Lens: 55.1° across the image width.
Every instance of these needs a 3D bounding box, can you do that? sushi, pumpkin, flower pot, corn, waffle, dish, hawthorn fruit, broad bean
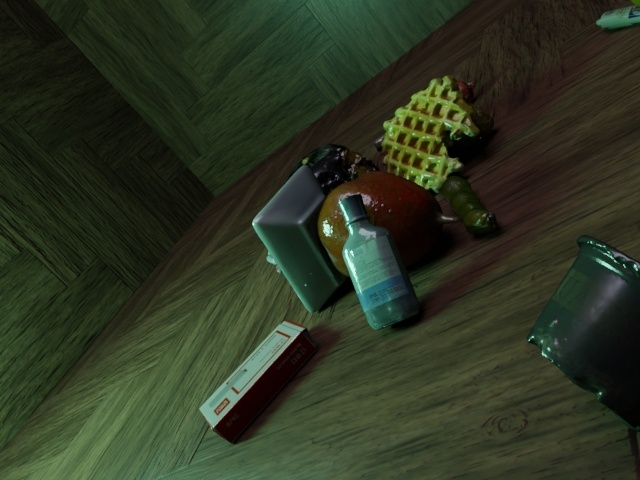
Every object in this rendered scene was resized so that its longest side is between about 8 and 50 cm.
[{"bbox_3d":[0.054,-0.105,1.407,0.200,0.213,0.204,-15,37,10],"label":"sushi"},{"bbox_3d":[0.009,-0.168,1.703,0.220,0.162,0.220,-39,21,18],"label":"pumpkin"},{"bbox_3d":[0.251,0.084,0.511,0.107,0.157,0.157,-53,14,9],"label":"flower pot"},{"bbox_3d":[0.256,-0.244,1.409,0.321,0.119,0.119,-8,36,54],"label":"corn"},{"bbox_3d":[0.219,-0.207,1.299,0.250,0.056,0.261,-36,52,39],"label":"waffle"},{"bbox_3d":[0.000,0.000,1.169,0.080,0.243,0.182,2,43,44],"label":"dish"},{"bbox_3d":[0.122,-0.030,1.055,0.251,0.199,0.199,-5,37,43],"label":"hawthorn fruit"},{"bbox_3d":[0.251,-0.060,1.049,0.052,0.053,0.256,-2,20,-1],"label":"broad bean"}]

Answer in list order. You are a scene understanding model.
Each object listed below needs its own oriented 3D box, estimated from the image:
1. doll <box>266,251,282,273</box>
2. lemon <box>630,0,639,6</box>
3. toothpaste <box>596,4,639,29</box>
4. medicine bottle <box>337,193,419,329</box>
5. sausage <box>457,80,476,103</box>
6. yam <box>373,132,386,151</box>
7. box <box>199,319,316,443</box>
[{"bbox_3d":[-0.090,0.038,1.554,0.094,0.079,0.180,-27,29,-3],"label":"doll"},{"bbox_3d":[0.612,-0.465,0.885,0.316,0.285,0.285,-15,23,15],"label":"lemon"},{"bbox_3d":[0.634,-0.451,1.219,0.060,0.038,0.233,-46,19,-4],"label":"toothpaste"},{"bbox_3d":[0.081,0.030,0.950,0.090,0.209,0.053,-30,-17,35],"label":"medicine bottle"},{"bbox_3d":[0.300,-0.322,1.594,0.274,0.074,0.074,-42,16,-5],"label":"sausage"},{"bbox_3d":[0.264,-0.339,1.767,0.264,0.046,0.046,-32,18,27],"label":"yam"},{"bbox_3d":[-0.109,0.242,1.086,0.229,0.050,0.123,-46,17,-15],"label":"box"}]
